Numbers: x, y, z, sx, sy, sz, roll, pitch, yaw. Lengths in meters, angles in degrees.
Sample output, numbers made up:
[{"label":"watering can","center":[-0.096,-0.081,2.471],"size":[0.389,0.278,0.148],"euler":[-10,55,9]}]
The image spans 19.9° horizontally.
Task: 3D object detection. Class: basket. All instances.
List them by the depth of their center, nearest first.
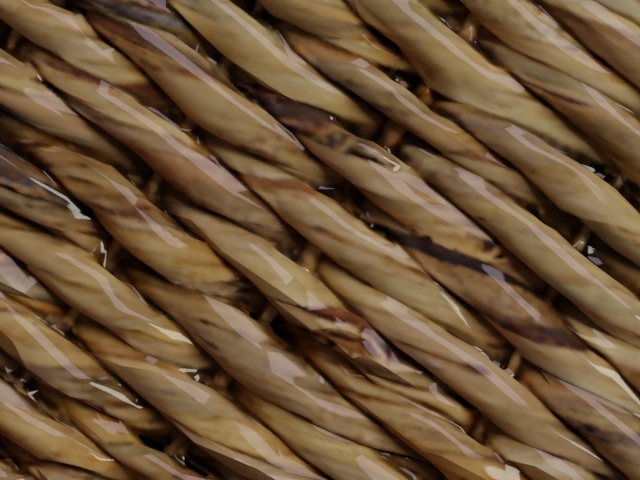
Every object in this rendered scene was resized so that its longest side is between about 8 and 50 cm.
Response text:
[{"label":"basket","center":[0.000,0.000,0.466],"size":[0.299,0.223,0.213],"euler":[35,6,0]}]
